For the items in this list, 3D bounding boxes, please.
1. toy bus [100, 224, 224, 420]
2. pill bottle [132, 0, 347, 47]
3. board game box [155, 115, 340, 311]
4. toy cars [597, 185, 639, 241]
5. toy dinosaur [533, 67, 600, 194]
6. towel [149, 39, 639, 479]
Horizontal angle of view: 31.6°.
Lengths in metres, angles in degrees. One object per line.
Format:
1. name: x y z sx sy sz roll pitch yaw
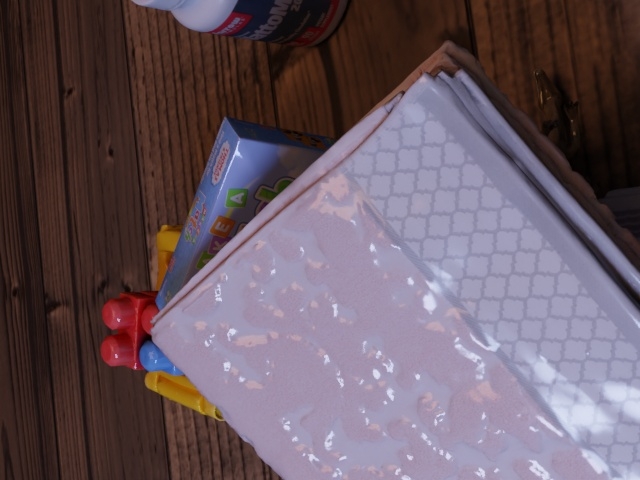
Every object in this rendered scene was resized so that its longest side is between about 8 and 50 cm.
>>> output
1. toy bus: -0.078 0.042 0.951 0.149 0.211 0.220 13 98 51
2. pill bottle: -0.073 -0.228 0.969 0.108 0.180 0.108 -1 89 50
3. board game box: 0.000 0.000 0.854 0.039 0.211 0.160 56 130 49
4. toy cars: 0.241 -0.029 0.669 0.176 0.087 0.393 49 125 39
5. toy dinosaur: 0.155 -0.031 0.784 0.092 0.053 0.183 77 -153 -87
6. towel: 0.081 0.095 0.715 0.332 0.053 0.317 48 126 1
